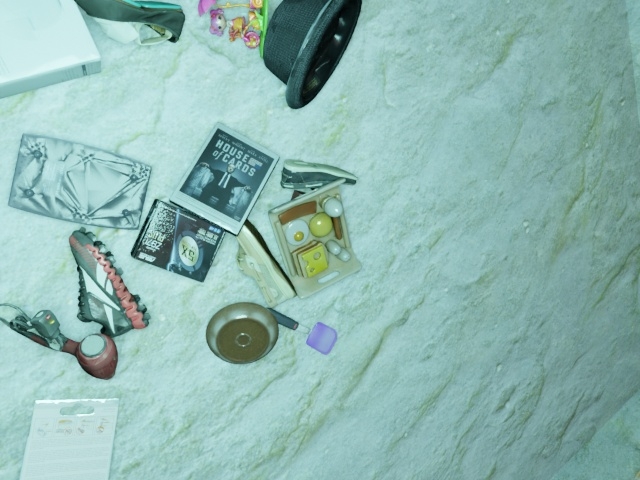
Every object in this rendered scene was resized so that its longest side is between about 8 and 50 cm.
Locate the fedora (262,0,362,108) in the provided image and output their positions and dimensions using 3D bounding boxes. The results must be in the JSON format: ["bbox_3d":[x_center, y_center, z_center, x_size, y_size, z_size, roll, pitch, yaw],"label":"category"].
[{"bbox_3d":[-0.036,-0.502,1.043,0.152,0.334,0.334,31,83,3],"label":"fedora"}]

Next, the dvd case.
[{"bbox_3d":[-0.229,-0.153,1.039,0.179,0.029,0.239,28,71,-8],"label":"dvd case"}]

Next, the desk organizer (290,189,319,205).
[{"bbox_3d":[-0.018,-0.104,1.201,0.130,0.050,0.047,9,109,-34],"label":"desk organizer"}]

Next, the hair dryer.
[{"bbox_3d":[-0.553,0.225,0.945,0.080,0.223,0.294,-60,136,-35],"label":"hair dryer"}]

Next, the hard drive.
[{"bbox_3d":[-0.525,-0.125,0.943,0.254,0.054,0.172,12,93,-28],"label":"hard drive"}]

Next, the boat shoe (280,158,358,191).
[{"bbox_3d":[-0.002,-0.174,1.192,0.232,0.084,0.079,1,116,-28],"label":"boat shoe"}]

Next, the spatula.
[{"bbox_3d":[-0.058,0.256,1.241,0.296,0.030,0.084,35,83,-39],"label":"spatula"}]

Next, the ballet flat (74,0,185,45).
[{"bbox_3d":[-0.388,-0.457,0.877,0.280,0.095,0.096,-30,139,-57],"label":"ballet flat"}]

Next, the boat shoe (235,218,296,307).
[{"bbox_3d":[-0.175,0.056,1.123,0.098,0.109,0.303,-31,117,1],"label":"boat shoe"}]

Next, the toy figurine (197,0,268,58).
[{"bbox_3d":[-0.212,-0.538,1.019,0.159,0.130,0.173,0,123,-13],"label":"toy figurine"}]

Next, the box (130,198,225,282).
[{"bbox_3d":[-0.347,0.001,1.040,0.180,0.077,0.148,26,87,-28],"label":"box"}]

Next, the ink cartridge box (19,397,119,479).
[{"bbox_3d":[-0.603,0.503,1.025,0.188,0.066,0.233,10,73,-27],"label":"ink cartridge box"}]

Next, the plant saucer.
[{"bbox_3d":[-0.209,0.261,1.143,0.198,0.036,0.199,-5,113,-11],"label":"plant saucer"}]

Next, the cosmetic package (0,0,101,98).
[{"bbox_3d":[-0.586,-0.420,0.816,0.224,0.138,0.224,-26,109,-22],"label":"cosmetic package"}]

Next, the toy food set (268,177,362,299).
[{"bbox_3d":[0.000,0.000,1.173,0.219,0.092,0.307,-26,124,-18],"label":"toy food set"}]

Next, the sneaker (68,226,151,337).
[{"bbox_3d":[-0.509,0.109,0.966,0.135,0.097,0.276,-30,112,-22],"label":"sneaker"}]
